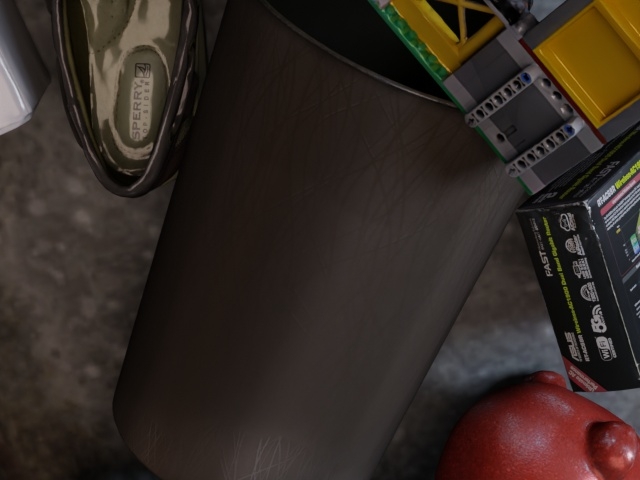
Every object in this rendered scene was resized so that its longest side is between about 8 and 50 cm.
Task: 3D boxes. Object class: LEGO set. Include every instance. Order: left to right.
[{"bbox_3d":[0.132,-0.188,0.624,0.331,0.192,0.255,-30,85,-37],"label":"LEGO set"}]

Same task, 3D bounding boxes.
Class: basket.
[{"bbox_3d":[0.000,0.000,0.766,0.154,0.204,0.227,18,113,-8],"label":"basket"}]

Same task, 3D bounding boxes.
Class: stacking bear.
[{"bbox_3d":[0.065,0.203,0.836,0.164,0.175,0.289,29,93,-16],"label":"stacking bear"}]

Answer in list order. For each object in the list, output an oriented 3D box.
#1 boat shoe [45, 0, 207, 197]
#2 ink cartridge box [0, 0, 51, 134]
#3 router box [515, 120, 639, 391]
[{"bbox_3d":[-0.087,-0.127,0.777,0.080,0.073,0.223,-3,105,-1],"label":"boat shoe"},{"bbox_3d":[-0.232,-0.124,0.767,0.148,0.086,0.203,-22,105,4],"label":"ink cartridge box"},{"bbox_3d":[0.143,0.003,0.797,0.038,0.122,0.092,-8,108,36],"label":"router box"}]
